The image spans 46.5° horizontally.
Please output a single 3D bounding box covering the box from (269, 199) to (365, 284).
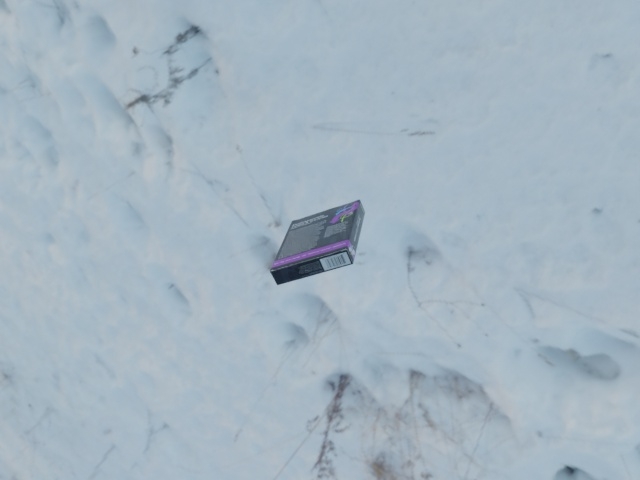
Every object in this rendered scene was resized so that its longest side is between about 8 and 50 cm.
[{"bbox_3d":[0.000,0.000,1.068,0.116,0.162,0.029,-16,115,18],"label":"box"}]
